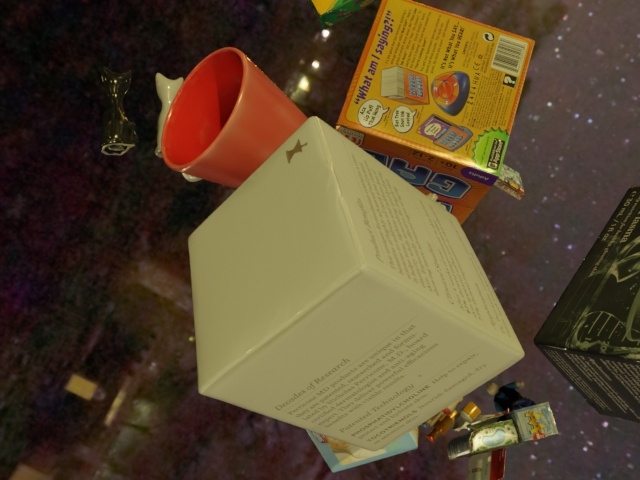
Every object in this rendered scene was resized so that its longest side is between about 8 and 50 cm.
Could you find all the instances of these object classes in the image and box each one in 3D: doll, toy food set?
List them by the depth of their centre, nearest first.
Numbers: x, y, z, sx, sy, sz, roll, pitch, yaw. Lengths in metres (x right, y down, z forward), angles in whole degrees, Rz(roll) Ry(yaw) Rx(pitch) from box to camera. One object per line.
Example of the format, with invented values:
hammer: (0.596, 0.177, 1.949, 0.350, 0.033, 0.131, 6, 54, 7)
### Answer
toy food set: (0.314, 0.448, 1.683, 0.104, 0.111, 0.232, -44, 174, -14)
doll: (0.591, 0.490, 2.031, 0.189, 0.046, 0.129, 27, -92, 46)

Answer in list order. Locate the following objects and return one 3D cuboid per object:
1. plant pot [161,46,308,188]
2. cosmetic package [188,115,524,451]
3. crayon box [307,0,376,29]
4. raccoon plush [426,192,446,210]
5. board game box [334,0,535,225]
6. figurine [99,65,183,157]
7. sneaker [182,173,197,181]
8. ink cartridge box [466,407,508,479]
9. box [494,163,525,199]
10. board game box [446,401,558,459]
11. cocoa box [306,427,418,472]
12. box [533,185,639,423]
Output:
plant pot: (-0.158, -0.226, 1.401, 0.274, 0.243, 0.275, -25, -127, 37)
cosmetic package: (0.044, 0.086, 1.078, 0.327, 0.393, 0.330, -40, -139, 24)
crayon box: (0.014, -0.710, 1.719, 0.165, 0.279, 0.081, -28, 168, 2)
raccoon plush: (0.000, 0.000, 1.381, 0.299, 0.216, 0.446, -19, 167, -43)
board game box: (0.239, -0.284, 1.572, 0.356, 0.355, 0.357, 104, 6, -71)
figurine: (-0.428, -0.316, 1.617, 0.092, 0.214, 0.210, -26, -113, 61)
sneaker: (-0.259, -0.264, 1.903, 0.297, 0.111, 0.129, -45, -148, -20)
ink cartridge box: (0.355, 0.444, 1.417, 0.179, 0.045, 0.146, 89, 13, -62)
box: (0.521, -0.182, 1.898, 0.027, 0.136, 0.094, -46, -150, 37)
board game box: (0.350, 0.355, 1.244, 0.194, 0.194, 0.060, 106, -26, -65)
cocoa box: (0.062, 0.321, 1.562, 0.231, 0.347, 0.228, -23, -160, 18)
box: (0.785, 0.132, 1.341, 0.480, 0.297, 0.471, -52, -161, -17)
